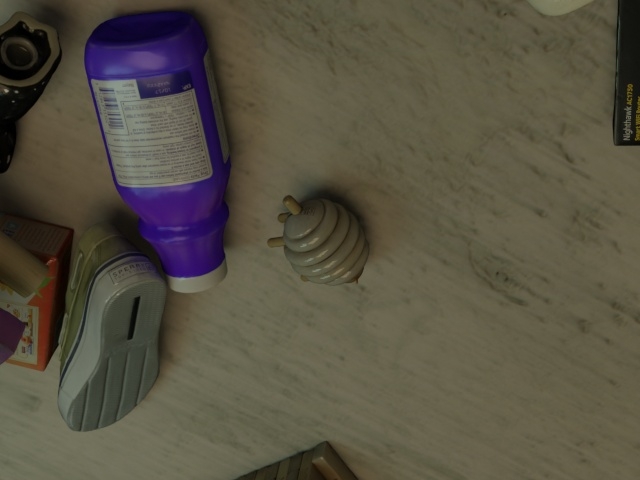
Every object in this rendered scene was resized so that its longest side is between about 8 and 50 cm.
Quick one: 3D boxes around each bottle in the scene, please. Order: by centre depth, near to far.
[{"bbox_3d":[-0.148,-0.082,1.310,0.118,0.092,0.283,-4,121,11],"label":"bottle"}]

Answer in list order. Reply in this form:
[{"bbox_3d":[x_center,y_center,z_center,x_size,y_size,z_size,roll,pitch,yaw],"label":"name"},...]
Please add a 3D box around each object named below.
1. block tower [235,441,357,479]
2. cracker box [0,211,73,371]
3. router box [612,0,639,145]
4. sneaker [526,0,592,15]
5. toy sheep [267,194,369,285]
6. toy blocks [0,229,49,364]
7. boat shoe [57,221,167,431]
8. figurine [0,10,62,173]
[{"bbox_3d":[-0.113,0.354,1.578,0.335,0.097,0.091,-27,114,23],"label":"block tower"},{"bbox_3d":[-0.396,0.039,1.446,0.232,0.067,0.155,14,122,0],"label":"cracker box"},{"bbox_3d":[0.334,-0.172,1.194,0.133,0.046,0.179,0,122,10],"label":"router box"},{"bbox_3d":[0.280,-0.323,1.058,0.350,0.131,0.148,-30,117,26],"label":"sneaker"},{"bbox_3d":[0.000,0.000,1.341,0.091,0.091,0.132,-27,132,24],"label":"toy sheep"},{"bbox_3d":[-0.464,0.092,1.266,0.288,0.309,0.260,-37,115,26],"label":"toy blocks"},{"bbox_3d":[-0.231,0.099,1.443,0.109,0.094,0.302,-11,145,-30],"label":"boat shoe"},{"bbox_3d":[-0.376,-0.164,1.287,0.215,0.092,0.209,30,146,-8],"label":"figurine"}]
